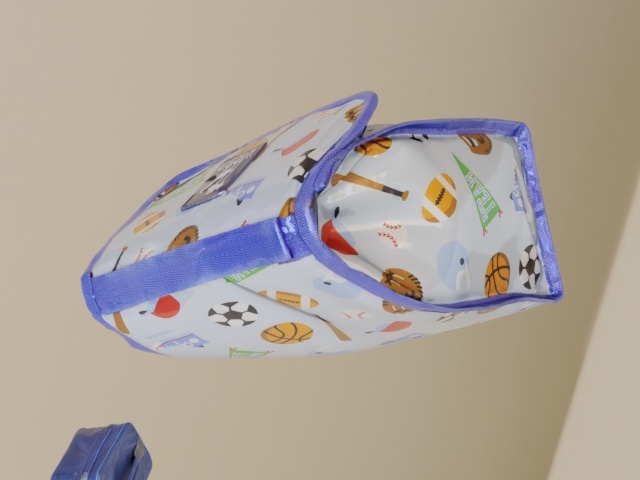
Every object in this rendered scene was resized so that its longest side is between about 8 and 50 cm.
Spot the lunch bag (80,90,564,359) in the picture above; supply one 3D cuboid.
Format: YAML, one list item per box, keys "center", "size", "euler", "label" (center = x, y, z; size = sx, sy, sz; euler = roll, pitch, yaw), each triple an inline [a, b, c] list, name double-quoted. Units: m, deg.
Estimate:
- center: [0.000, 0.000, 1.204]
  size: [0.328, 0.239, 0.385]
  euler: [-18, 173, 41]
  label: "lunch bag"

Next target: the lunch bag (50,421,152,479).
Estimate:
- center: [-0.203, 0.221, 1.128]
  size: [0.065, 0.067, 0.098]
  euler: [-13, -149, 23]
  label: "lunch bag"
